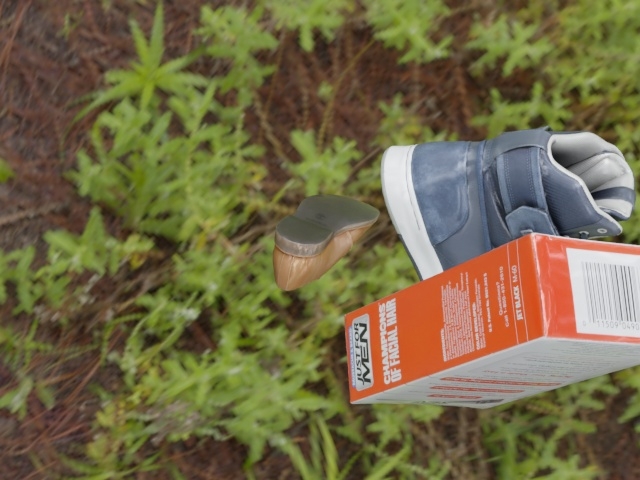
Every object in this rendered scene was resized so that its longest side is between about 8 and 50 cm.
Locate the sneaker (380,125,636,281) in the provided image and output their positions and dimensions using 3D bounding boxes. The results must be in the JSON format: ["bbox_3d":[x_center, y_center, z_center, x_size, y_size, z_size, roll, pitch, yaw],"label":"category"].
[{"bbox_3d":[0.156,0.012,1.110,0.086,0.163,0.226,-79,151,-44],"label":"sneaker"}]

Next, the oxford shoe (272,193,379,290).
[{"bbox_3d":[0.000,0.000,1.724,0.076,0.076,0.212,23,26,21],"label":"oxford shoe"}]

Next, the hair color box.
[{"bbox_3d":[0.093,0.044,0.768,0.093,0.167,0.053,5,71,-30],"label":"hair color box"}]
